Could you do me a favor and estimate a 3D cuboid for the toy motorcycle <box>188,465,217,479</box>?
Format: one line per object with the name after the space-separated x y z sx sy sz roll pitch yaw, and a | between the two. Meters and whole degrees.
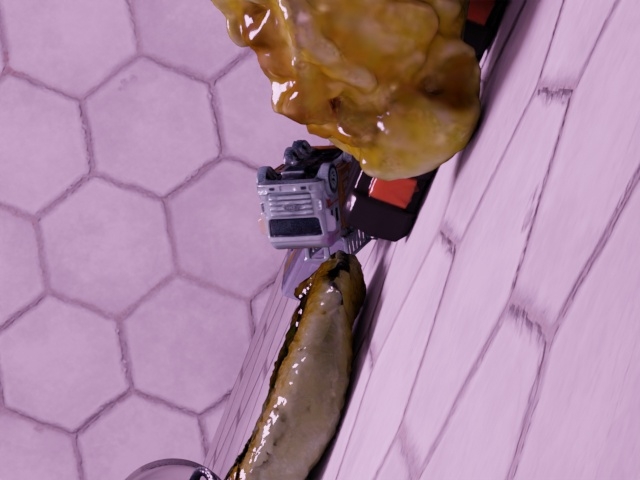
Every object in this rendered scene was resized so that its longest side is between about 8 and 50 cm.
-0.112 0.313 1.649 0.150 0.102 0.221 57 135 45 | toy motorcycle

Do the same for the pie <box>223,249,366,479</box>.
-0.039 0.184 1.790 0.296 0.078 0.371 -176 109 -85 | pie

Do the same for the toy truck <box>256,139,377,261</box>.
-0.001 -0.033 1.897 0.178 0.080 0.115 -38 -56 -67 | toy truck

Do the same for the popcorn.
0.013 -0.197 1.544 0.174 0.225 0.286 -37 49 46 | popcorn

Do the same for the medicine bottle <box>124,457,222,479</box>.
-0.170 0.332 2.225 0.289 0.157 0.157 141 151 -84 | medicine bottle

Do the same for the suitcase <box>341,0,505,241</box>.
0.100 -0.156 1.750 0.206 0.066 0.285 -79 11 -70 | suitcase

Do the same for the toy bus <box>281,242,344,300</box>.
0.000 0.000 2.382 0.190 0.064 0.075 116 169 -51 | toy bus
